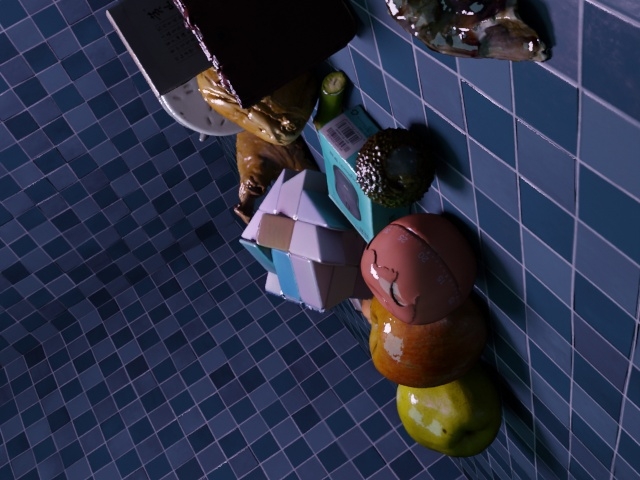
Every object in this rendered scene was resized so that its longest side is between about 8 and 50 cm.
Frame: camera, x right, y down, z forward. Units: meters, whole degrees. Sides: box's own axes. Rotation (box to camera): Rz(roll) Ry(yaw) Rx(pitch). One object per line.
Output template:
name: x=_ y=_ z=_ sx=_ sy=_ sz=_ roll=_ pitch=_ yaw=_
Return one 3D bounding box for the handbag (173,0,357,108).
handbag: x=-0.099 y=-0.413 z=1.324 sx=0.260 sy=0.275 sz=0.084 roll=60 pitch=172 yaw=-10

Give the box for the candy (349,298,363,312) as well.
candy: x=0.143 y=0.138 z=2.344 sx=0.195 sy=0.137 sz=0.185 roll=59 pitch=170 yaw=-4

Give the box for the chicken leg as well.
chicken leg: x=-0.147 y=-0.223 z=2.255 sx=0.295 sy=0.409 sz=0.182 roll=24 pitch=150 yaw=-19

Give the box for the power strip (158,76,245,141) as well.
power strip: x=-0.277 y=-0.437 z=1.918 sx=0.357 sy=0.357 sz=0.161 roll=60 pitch=172 yaw=-19

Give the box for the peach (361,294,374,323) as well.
peach: x=0.209 y=0.187 z=2.080 sx=0.184 sy=0.184 sz=0.184 roll=55 pitch=170 yaw=14

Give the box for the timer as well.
timer: x=0.206 y=0.061 z=1.524 sx=0.229 sy=0.215 sz=0.229 roll=54 pitch=170 yaw=14

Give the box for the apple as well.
apple: x=0.237 y=0.220 z=1.740 sx=0.301 sy=0.301 sz=0.301 roll=55 pitch=170 yaw=14

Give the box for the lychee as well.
lychee: x=0.143 y=-0.141 z=1.396 sx=0.171 sy=0.171 sz=0.171 roll=55 pitch=170 yaw=14

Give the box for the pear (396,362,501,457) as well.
pear: x=0.339 y=0.429 z=1.926 sx=0.294 sy=0.294 sz=0.294 roll=55 pitch=170 yaw=14

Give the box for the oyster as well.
oyster: x=0.164 y=-0.310 z=0.927 sx=0.294 sy=0.094 sz=0.166 roll=43 pitch=156 yaw=35

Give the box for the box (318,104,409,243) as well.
box: x=0.106 y=-0.137 z=1.682 sx=0.205 sy=0.118 sz=0.311 roll=54 pitch=170 yaw=24

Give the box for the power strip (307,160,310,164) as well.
power strip: x=-0.042 y=-0.205 z=2.476 sx=0.060 sy=0.027 sz=0.253 roll=54 pitch=170 yaw=14

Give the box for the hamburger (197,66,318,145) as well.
hamburger: x=-0.151 y=-0.361 z=1.714 sx=0.318 sy=0.318 sz=0.158 roll=52 pitch=126 yaw=27

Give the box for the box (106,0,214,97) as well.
box: x=-0.245 y=-0.483 z=1.548 sx=0.204 sy=0.365 sz=0.051 roll=59 pitch=166 yaw=-12

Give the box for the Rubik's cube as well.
Rubik's cube: x=0.000 y=0.000 z=2.012 sx=0.358 sy=0.368 sz=0.387 roll=8 pitch=-175 yaw=-43

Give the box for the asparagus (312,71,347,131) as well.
asparagus: x=0.022 y=-0.316 z=1.689 sx=0.067 sy=0.060 sz=0.278 roll=49 pitch=169 yaw=9
